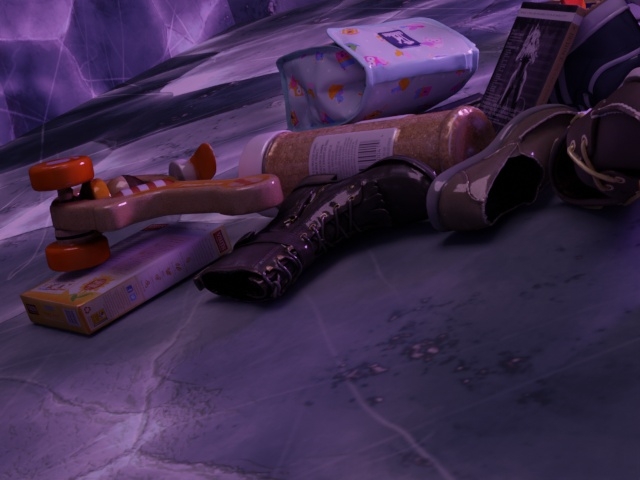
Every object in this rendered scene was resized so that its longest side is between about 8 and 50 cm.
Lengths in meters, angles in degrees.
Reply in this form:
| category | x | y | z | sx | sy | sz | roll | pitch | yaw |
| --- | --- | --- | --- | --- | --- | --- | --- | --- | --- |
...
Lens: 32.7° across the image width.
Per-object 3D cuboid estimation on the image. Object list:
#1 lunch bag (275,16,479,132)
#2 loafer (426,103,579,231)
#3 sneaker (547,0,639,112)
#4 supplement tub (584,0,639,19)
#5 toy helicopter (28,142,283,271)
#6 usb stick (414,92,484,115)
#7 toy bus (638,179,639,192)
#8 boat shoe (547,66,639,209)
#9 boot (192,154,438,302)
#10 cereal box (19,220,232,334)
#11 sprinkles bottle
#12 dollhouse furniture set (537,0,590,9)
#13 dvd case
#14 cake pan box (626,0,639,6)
| category | x | y | z | sx | sy | sz | roll | pitch | yaw |
| --- | --- | --- | --- | --- | --- | --- | --- | --- | --- |
| lunch bag | 0.089 | -0.256 | 1.700 | 0.223 | 0.160 | 0.262 | -12 | 2 | -30 |
| loafer | 0.234 | -0.077 | 1.269 | 0.251 | 0.094 | 0.087 | -36 | 33 | -28 |
| sneaker | 0.361 | -0.201 | 1.498 | 0.099 | 0.153 | 0.282 | -32 | -8 | -29 |
| supplement tub | 0.558 | -0.589 | 2.014 | 0.241 | 0.331 | 0.241 | -17 | 18 | 6 |
| toy helicopter | -0.191 | -0.057 | 1.433 | 0.355 | 0.140 | 0.235 | -1 | 15 | 34 |
| usb stick | 0.129 | -0.165 | 1.677 | 0.278 | 0.045 | 0.077 | -19 | 14 | 3 |
| toy bus | 0.351 | 0.021 | 0.811 | 0.130 | 0.108 | 0.333 | -19 | 17 | -4 |
| boat shoe | 0.296 | -0.088 | 1.085 | 0.096 | 0.117 | 0.324 | -35 | -2 | 1 |
| boot | 0.000 | 0.000 | 1.295 | 0.263 | 0.091 | 0.229 | -8 | 26 | 42 |
| cereal box | -0.259 | 0.043 | 1.460 | 0.240 | 0.047 | 0.173 | -31 | 21 | -34 |
| sprinkles bottle | 0.056 | -0.098 | 1.436 | 0.355 | 0.121 | 0.121 | -3 | 24 | 40 |
| dollhouse furniture set | 0.391 | -0.365 | 1.714 | 0.135 | 0.262 | 0.259 | -6 | 56 | 31 |
| dvd case | 0.269 | -0.212 | 1.465 | 0.018 | 0.221 | 0.164 | 19 | 8 | -19 |
| cake pan box | 0.516 | -0.343 | 1.399 | 0.245 | 0.070 | 0.267 | -4 | 17 | 8 |
